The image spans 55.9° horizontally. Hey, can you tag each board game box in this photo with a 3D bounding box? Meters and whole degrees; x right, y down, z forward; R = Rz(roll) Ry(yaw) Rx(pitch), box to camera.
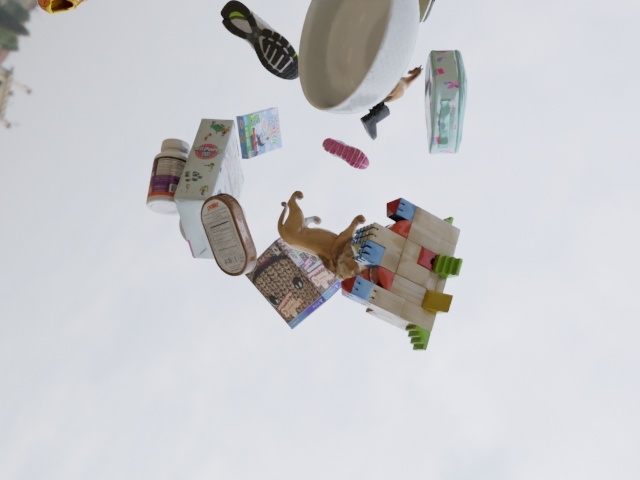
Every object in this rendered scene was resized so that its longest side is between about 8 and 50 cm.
[{"bbox_3d":[-0.229,-0.410,2.290,0.039,0.160,0.211,7,-157,32],"label":"board game box"},{"bbox_3d":[-0.104,0.146,2.275,0.232,0.291,0.141,-44,176,38],"label":"board game box"},{"bbox_3d":[-0.279,-0.135,1.569,0.098,0.224,0.303,3,-131,5],"label":"board game box"}]

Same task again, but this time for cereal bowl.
[{"bbox_3d":[0.095,-0.429,1.284,0.339,0.141,0.338,-17,-110,56],"label":"cereal bowl"}]

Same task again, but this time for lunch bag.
[{"bbox_3d":[0.367,-0.396,1.769,0.108,0.279,0.224,-3,-135,5],"label":"lunch bag"}]

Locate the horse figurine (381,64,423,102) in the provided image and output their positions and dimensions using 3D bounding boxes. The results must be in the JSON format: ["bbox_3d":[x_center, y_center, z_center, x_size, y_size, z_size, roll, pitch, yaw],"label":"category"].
[{"bbox_3d":[0.241,-0.520,2.080,0.174,0.066,0.263,-10,-159,36],"label":"horse figurine"}]

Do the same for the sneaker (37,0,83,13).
[{"bbox_3d":[-0.622,-0.611,1.522,0.067,0.064,0.175,36,-122,19],"label":"sneaker"}]

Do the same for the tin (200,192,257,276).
[{"bbox_3d":[-0.205,-0.011,1.341,0.106,0.040,0.189,-18,-87,32],"label":"tin"}]

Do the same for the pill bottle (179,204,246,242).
[{"bbox_3d":[-0.395,-0.071,2.268,0.160,0.160,0.283,-46,174,18],"label":"pill bottle"}]

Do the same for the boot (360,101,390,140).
[{"bbox_3d":[0.194,-0.408,2.049,0.099,0.121,0.045,-38,-130,-2],"label":"boot"}]

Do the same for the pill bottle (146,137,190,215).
[{"bbox_3d":[-0.403,-0.174,1.630,0.108,0.108,0.193,-19,-121,44],"label":"pill bottle"}]

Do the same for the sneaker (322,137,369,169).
[{"bbox_3d":[0.085,-0.290,1.988,0.075,0.170,0.063,-88,-156,-75],"label":"sneaker"}]

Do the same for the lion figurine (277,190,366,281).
[{"bbox_3d":[0.000,0.000,1.810,0.392,0.142,0.240,17,-133,22],"label":"lion figurine"}]

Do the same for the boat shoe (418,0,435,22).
[{"bbox_3d":[0.366,-0.805,1.937,0.233,0.079,0.084,108,-33,-47],"label":"boat shoe"}]

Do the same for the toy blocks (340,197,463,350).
[{"bbox_3d":[0.190,0.051,1.524,0.191,0.261,0.381,-24,-138,63],"label":"toy blocks"}]

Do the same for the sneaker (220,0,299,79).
[{"bbox_3d":[-0.162,-0.605,1.826,0.111,0.300,0.121,-44,178,20],"label":"sneaker"}]
